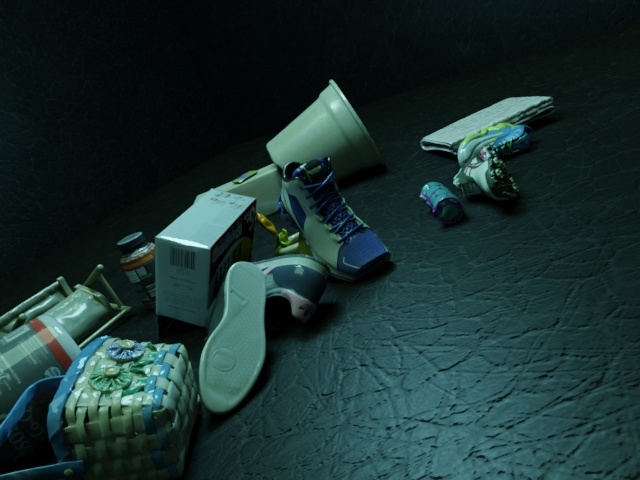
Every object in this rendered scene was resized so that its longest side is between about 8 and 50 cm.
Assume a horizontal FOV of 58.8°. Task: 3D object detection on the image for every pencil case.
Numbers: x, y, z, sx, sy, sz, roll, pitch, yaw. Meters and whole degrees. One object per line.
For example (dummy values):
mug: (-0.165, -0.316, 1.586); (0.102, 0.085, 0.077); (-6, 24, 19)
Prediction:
pencil case: (0.274, -0.087, 1.293); (0.070, 0.064, 0.151); (-7, 18, -1)

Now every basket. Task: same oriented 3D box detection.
basket: (-0.340, 0.262, 0.851); (0.289, 0.200, 0.254); (-13, 20, 0)

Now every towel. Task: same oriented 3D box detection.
towel: (0.500, -0.353, 1.743); (0.332, 0.053, 0.317); (-24, 14, 0)
towel: (-0.253, -0.214, 1.909); (0.083, 0.009, 0.060); (-37, 24, -29)

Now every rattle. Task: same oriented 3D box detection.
rattle: (-0.041, -0.042, 1.444); (0.200, 0.142, 0.130); (-22, -1, 24)

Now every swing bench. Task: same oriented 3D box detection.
swing bench: (-0.690, 0.208, 1.495); (0.255, 0.165, 0.253); (-15, 20, 40)

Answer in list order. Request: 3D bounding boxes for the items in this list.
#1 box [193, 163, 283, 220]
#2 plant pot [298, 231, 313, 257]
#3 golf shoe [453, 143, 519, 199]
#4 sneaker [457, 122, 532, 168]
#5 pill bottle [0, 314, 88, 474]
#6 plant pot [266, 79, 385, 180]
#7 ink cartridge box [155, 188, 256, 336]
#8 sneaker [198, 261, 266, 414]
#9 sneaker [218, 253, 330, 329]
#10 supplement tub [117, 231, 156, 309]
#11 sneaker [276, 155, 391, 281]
box: (-0.260, -0.137, 1.947); (0.311, 0.147, 0.121); (-24, 19, 4)
plant pot: (0.000, 0.000, 1.333); (0.134, 0.095, 0.134); (-22, 18, 7)
golf shoe: (0.369, -0.131, 1.285); (0.120, 0.105, 0.273); (-34, 9, 19)
sneaker: (0.467, -0.256, 1.487); (0.240, 0.091, 0.126); (-35, 22, -32)
pill bottle: (-0.600, 0.313, 1.014); (0.363, 0.210, 0.210); (-36, 22, -31)
plant pot: (0.000, -0.314, 1.910); (0.306, 0.333, 0.333); (-32, 18, 7)
ink cartridge box: (-0.270, 0.059, 1.369); (0.130, 0.271, 0.309); (13, 28, 8)
sneaker: (-0.163, 0.193, 1.022); (0.146, 0.105, 0.295); (120, 161, -45)
sneaker: (-0.120, 0.119, 1.154); (0.319, 0.112, 0.131); (-19, 45, 46)
supplement tub: (-0.460, 0.078, 1.509); (0.106, 0.197, 0.106); (-20, 18, 7)
sneaker: (0.004, -0.066, 1.194); (0.128, 0.182, 0.315); (-33, 57, -21)
